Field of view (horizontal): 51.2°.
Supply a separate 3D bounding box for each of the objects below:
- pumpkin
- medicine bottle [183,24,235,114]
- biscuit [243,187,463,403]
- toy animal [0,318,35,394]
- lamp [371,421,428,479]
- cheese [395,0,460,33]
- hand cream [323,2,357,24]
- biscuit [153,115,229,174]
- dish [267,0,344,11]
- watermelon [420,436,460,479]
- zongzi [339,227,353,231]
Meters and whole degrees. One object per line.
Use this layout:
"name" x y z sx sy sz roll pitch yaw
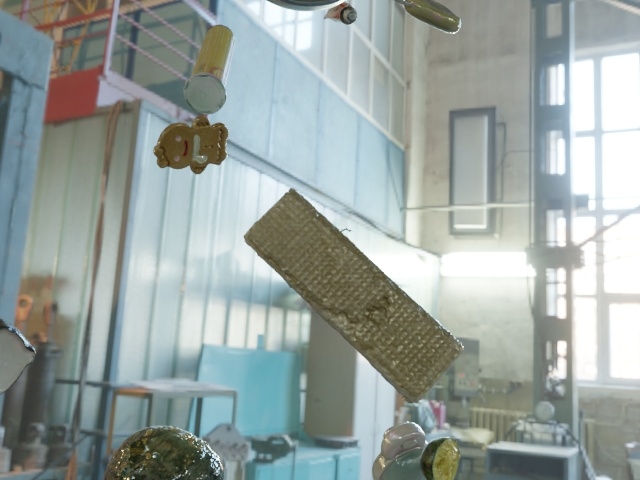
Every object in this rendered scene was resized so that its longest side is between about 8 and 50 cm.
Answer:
"pumpkin" -0.394 0.600 1.674 0.257 0.291 0.328 -37 -16 -38
"medicine bottle" -0.294 -0.486 1.835 0.108 0.426 0.108 -1 -54 -1
"biscuit" 0.055 0.098 1.186 0.426 0.144 0.078 42 -10 6
"toy animal" -0.800 0.253 1.538 0.235 0.187 0.165 12 6 31
"lamp" 0.228 0.592 1.772 0.179 0.246 0.108 -18 33 -21
"cheese" 0.184 -0.456 1.303 0.192 0.097 0.037 9 -56 -30
"hand cream" 0.045 -0.506 1.476 0.052 0.038 0.216 -29 27 0
"biscuit" -0.391 -0.290 2.043 0.248 0.184 0.035 -7 27 -38
"dish" -0.041 -0.514 1.173 0.273 0.274 0.134 6 -8 -11
"watermelon" 0.238 0.447 1.355 0.062 0.106 0.105 2 -8 45
"zongzi" 0.000 0.000 1.353 0.154 0.062 0.130 7 9 -11
